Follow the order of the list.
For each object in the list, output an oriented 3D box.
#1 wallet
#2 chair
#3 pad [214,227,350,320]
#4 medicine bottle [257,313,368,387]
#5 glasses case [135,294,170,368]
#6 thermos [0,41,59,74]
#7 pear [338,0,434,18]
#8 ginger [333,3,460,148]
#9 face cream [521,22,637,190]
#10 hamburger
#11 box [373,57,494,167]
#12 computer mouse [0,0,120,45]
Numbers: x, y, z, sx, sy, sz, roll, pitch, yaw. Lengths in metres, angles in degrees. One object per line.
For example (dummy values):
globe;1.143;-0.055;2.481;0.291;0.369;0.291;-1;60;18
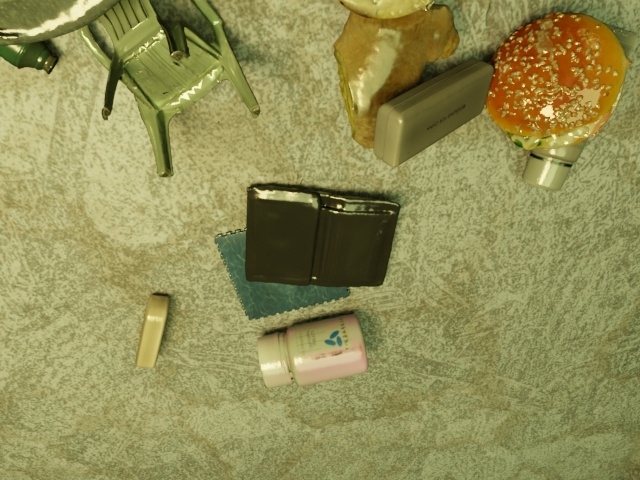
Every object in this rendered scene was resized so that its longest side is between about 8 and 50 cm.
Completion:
wallet;0.000;0.000;0.976;0.324;0.041;0.246;3;122;-7
chair;-0.245;-0.279;0.676;0.204;0.274;0.190;-33;146;11
pad;-0.079;0.064;1.039;0.269;0.012;0.269;-15;125;1
medicine bottle;-0.019;0.276;1.108;0.255;0.152;0.151;-10;125;-1
glasses case;-0.393;0.215;1.047;0.050;0.083;0.196;13;122;-17
thermos;-0.496;-0.326;0.677;0.188;0.083;0.073;33;135;-28
pear;0.088;-0.454;0.607;0.267;0.178;0.266;-8;130;-9
ginger;0.127;-0.291;0.762;0.222;0.130;0.275;-25;128;0
face cream;0.493;-0.253;0.876;0.143;0.089;0.314;9;114;-14
hamburger;0.401;-0.272;0.777;0.237;0.147;0.236;10;115;23
box;0.189;-0.215;0.743;0.244;0.055;0.103;-33;145;-27
computer mouse;-0.355;-0.366;0.588;0.374;0.203;0.114;-19;166;7
